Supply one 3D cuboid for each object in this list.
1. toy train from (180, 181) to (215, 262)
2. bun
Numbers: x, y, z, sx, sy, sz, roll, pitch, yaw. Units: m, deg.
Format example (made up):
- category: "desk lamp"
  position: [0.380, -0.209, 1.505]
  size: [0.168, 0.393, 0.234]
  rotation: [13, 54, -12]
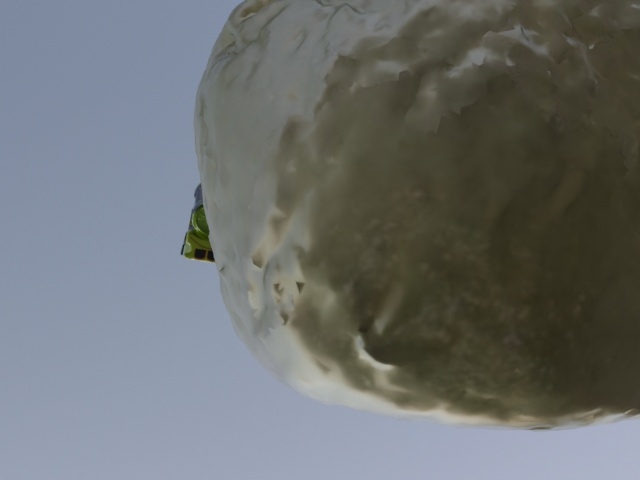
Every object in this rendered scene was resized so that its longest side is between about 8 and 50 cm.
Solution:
- category: "toy train"
  position: [0.000, 0.000, 0.793]
  size: [0.249, 0.053, 0.085]
  rotation: [10, -56, -8]
- category: "bun"
  position: [0.083, -0.063, 0.475]
  size: [0.352, 0.348, 0.228]
  rotation: [-21, -54, -45]
